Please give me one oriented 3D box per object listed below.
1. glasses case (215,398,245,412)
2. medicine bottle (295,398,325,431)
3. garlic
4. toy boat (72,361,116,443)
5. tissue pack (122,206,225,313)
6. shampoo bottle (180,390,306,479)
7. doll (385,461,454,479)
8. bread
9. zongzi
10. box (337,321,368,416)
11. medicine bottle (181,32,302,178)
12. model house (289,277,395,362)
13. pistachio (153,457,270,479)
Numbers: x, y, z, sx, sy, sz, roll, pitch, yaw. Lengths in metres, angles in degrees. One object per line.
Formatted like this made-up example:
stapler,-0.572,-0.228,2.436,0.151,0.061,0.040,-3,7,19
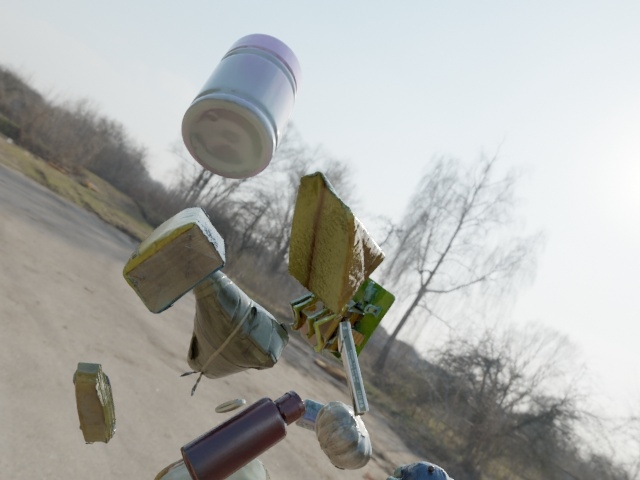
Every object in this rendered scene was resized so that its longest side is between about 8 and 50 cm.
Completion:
glasses case,-0.211,0.387,1.257,0.032,0.083,0.021,21,49,-52
medicine bottle,0.004,0.724,2.183,0.187,0.094,0.119,21,-36,-5
garlic,0.069,0.620,1.698,0.228,0.152,0.228,62,5,-10
toy boat,-0.622,0.446,1.493,0.089,0.310,0.115,2,31,-4
tissue pack,-0.322,0.030,1.211,0.134,0.192,0.271,56,-4,-15
shampoo bottle,-0.149,0.399,1.107,0.064,0.260,0.102,-14,-80,60
doll,0.278,0.740,1.474,0.228,0.258,0.154,17,-41,11
bread,0.000,0.000,1.480,0.233,0.245,0.362,38,-7,29
zongzi,-0.411,0.275,1.874,0.500,0.218,0.467,-26,-73,39
box,0.070,0.292,1.215,0.029,0.198,0.109,-10,-22,-5
medicine bottle,-0.165,-0.306,1.209,0.202,0.316,0.202,8,-46,8
model house,0.061,0.252,1.974,0.242,0.358,0.312,38,6,33
pistachio,-0.280,0.649,1.366,0.308,0.230,0.230,1,-1,-11
